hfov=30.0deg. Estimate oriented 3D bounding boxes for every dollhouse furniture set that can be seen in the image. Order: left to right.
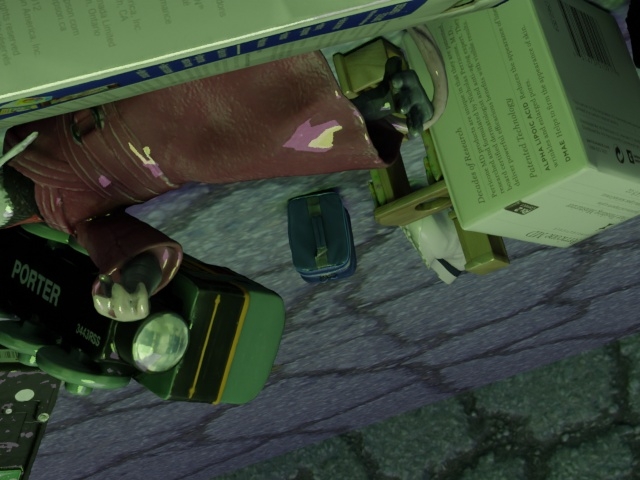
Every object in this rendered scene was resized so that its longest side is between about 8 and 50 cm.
[{"bbox_3d":[0.065,-0.055,1.033,0.101,0.182,0.161,-23,161,25],"label":"dollhouse furniture set"}]

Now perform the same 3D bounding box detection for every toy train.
[{"bbox_3d":[-0.182,0.046,1.032,0.190,0.142,0.334,13,-175,-40],"label":"toy train"}]

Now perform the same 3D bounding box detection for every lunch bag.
[{"bbox_3d":[0.000,0.000,1.293,0.067,0.098,0.065,-12,161,8],"label":"lunch bag"}]

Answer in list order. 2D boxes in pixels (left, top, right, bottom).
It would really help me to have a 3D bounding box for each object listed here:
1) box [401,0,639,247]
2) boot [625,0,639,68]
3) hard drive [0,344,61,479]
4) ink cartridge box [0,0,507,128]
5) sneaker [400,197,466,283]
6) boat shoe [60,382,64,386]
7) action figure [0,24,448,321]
[{"bbox_3d":[0.183,-0.103,0.983,0.119,0.182,0.181,-28,159,34],"label":"box"},{"bbox_3d":[0.364,-0.193,1.008,0.207,0.094,0.246,-10,173,11],"label":"boot"},{"bbox_3d":[-0.398,0.216,1.137,0.236,0.064,0.339,1,132,-29],"label":"hard drive"},{"bbox_3d":[-0.075,-0.110,0.599,0.370,0.069,0.176,-12,-175,-3],"label":"ink cartridge box"},{"bbox_3d":[0.150,-0.018,1.414,0.094,0.090,0.235,-32,163,11],"label":"sneaker"},{"bbox_3d":[-0.349,0.147,1.478,0.267,0.088,0.096,-8,161,-20],"label":"boat shoe"},{"bbox_3d":[-0.130,-0.095,0.840,0.370,0.248,0.276,-23,-170,26],"label":"action figure"}]
